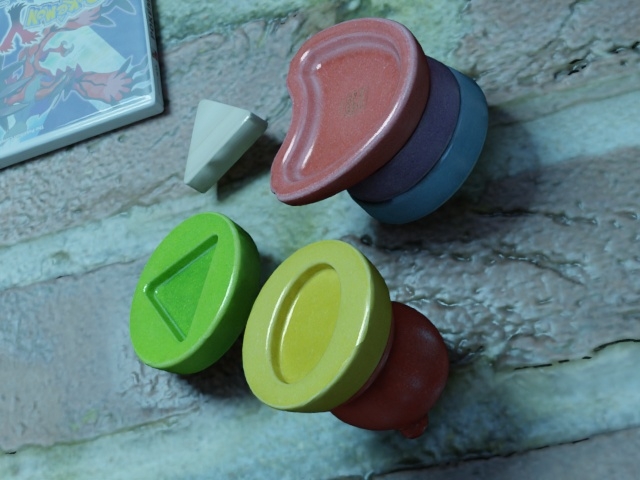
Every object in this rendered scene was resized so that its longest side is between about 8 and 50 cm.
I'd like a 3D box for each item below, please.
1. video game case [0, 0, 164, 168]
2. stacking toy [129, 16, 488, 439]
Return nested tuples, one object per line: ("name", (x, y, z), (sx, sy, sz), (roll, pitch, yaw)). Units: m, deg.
("video game case", (-0.249, -0.171, 1.040), (0.201, 0.023, 0.183), (-17, 64, 14))
("stacking toy", (0.000, 0.000, 0.859), (0.279, 0.130, 0.309), (-7, 61, 47))
